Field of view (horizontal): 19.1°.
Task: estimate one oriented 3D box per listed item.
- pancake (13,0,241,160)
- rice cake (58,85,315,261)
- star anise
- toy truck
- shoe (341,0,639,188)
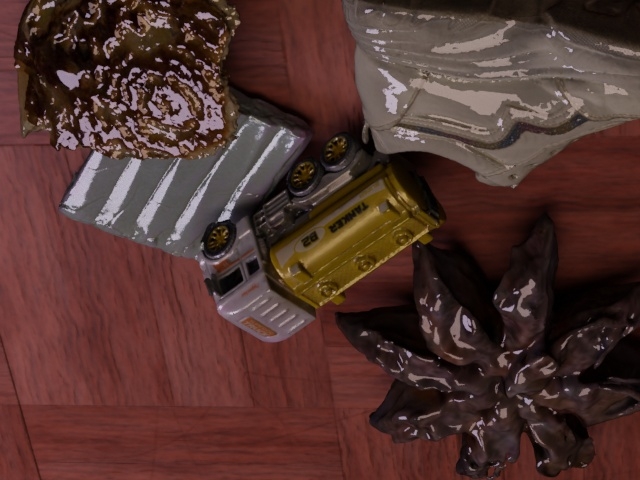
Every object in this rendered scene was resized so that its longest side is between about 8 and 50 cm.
[{"bbox_3d":[-0.173,-0.173,1.633,0.257,0.056,0.212,3,114,27],"label":"pancake"},{"bbox_3d":[-0.124,-0.066,1.742,0.189,0.037,0.198,21,129,-7],"label":"rice cake"},{"bbox_3d":[0.173,0.115,1.790,0.332,0.117,0.331,2,125,3],"label":"star anise"},{"bbox_3d":[0.000,0.000,1.699,0.227,0.114,0.098,-35,136,22],"label":"toy truck"},{"bbox_3d":[0.185,-0.131,1.590,0.342,0.132,0.210,7,135,6],"label":"shoe"}]
